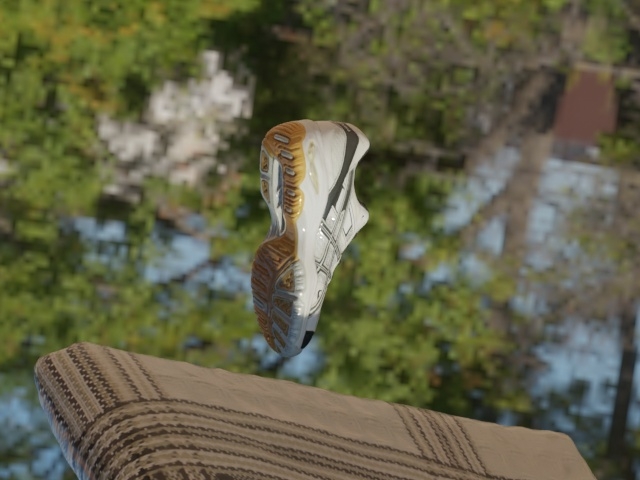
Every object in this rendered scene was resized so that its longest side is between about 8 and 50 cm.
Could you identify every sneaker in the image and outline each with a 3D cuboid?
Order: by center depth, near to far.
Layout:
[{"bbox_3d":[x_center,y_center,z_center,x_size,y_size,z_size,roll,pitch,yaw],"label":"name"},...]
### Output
[{"bbox_3d":[0.000,0.000,0.625,0.037,0.083,0.032,-11,-149,-33],"label":"sneaker"}]

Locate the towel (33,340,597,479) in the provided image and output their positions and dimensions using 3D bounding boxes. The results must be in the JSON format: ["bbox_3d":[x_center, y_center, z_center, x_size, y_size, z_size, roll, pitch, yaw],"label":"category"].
[{"bbox_3d":[0.083,0.154,0.692,0.324,0.056,0.312,19,-162,-36],"label":"towel"}]
